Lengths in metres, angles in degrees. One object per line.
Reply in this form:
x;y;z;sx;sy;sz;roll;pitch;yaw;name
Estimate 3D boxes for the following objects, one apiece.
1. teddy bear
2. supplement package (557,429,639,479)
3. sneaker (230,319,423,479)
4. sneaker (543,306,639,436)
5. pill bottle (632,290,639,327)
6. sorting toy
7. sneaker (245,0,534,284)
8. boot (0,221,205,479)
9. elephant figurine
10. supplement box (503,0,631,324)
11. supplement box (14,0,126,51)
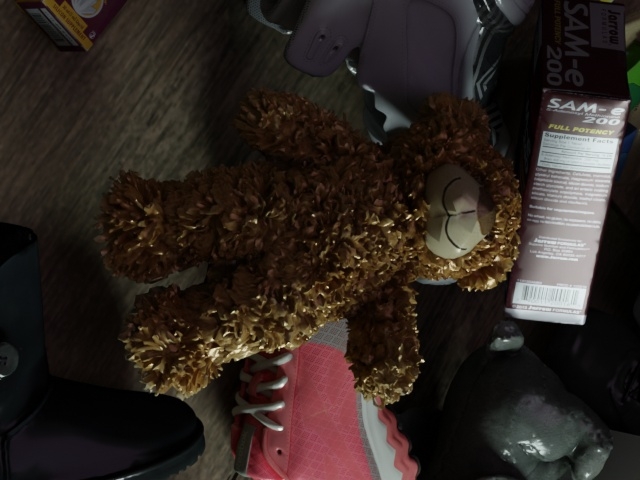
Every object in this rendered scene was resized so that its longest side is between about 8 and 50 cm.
0.000;0.000;1.407;0.337;0.113;0.245;2;77;-13;teddy bear
0.289;0.276;1.733;0.203;0.194;0.149;35;74;-36;supplement package
-0.017;0.127;1.515;0.136;0.116;0.314;-30;112;-28;sneaker
0.323;0.152;1.790;0.286;0.130;0.109;36;75;-35;sneaker
0.453;-0.048;1.825;0.204;0.204;0.361;41;69;-35;pill bottle
0.239;-0.134;1.648;0.229;0.041;0.307;-21;140;-35;sorting toy
0.048;-0.130;1.529;0.210;0.137;0.366;-3;118;-18;sneaker
-0.199;0.087;1.370;0.246;0.094;0.207;-13;107;-32;boot
0.126;0.215;1.630;0.186;0.169;0.239;45;82;-3;elephant figurine
0.197;-0.062;1.536;0.130;0.073;0.239;-83;179;-49;supplement box
-0.174;-0.186;1.393;0.055;0.043;0.083;48;65;-31;supplement box
